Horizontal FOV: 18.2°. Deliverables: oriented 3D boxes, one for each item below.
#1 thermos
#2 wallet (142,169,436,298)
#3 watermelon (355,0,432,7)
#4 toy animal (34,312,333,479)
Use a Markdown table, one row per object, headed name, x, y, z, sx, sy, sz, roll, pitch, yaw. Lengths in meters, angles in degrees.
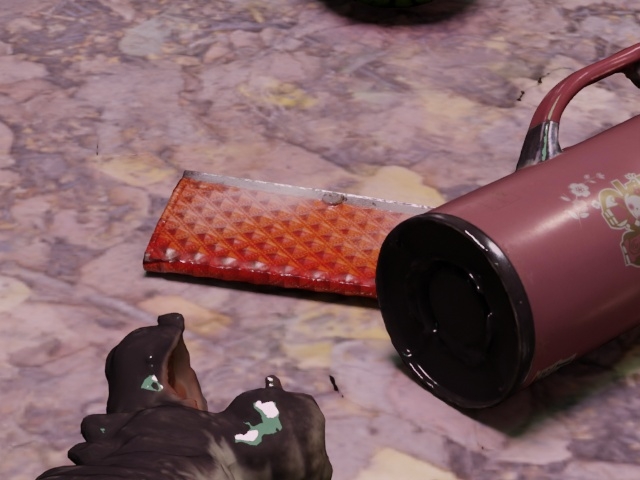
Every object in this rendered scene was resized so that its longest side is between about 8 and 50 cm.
| name | x | y | z | sx | sy | sz | roll | pitch | yaw |
| --- | --- | --- | --- | --- | --- | --- | --- | --- | --- |
| thermos | 0.179 | -0.025 | 1.145 | 0.330 | 0.109 | 0.136 | -24 | 56 | -36 |
| wallet | 0.000 | 0.000 | 1.186 | 0.196 | 0.020 | 0.103 | 8 | 34 | 9 |
| watermelon | 0.055 | -0.251 | 1.485 | 0.141 | 0.141 | 0.187 | 3 | 28 | 1 |
| toy animal | -0.089 | 0.141 | 0.879 | 0.168 | 0.106 | 0.343 | 9 | 25 | 24 |
